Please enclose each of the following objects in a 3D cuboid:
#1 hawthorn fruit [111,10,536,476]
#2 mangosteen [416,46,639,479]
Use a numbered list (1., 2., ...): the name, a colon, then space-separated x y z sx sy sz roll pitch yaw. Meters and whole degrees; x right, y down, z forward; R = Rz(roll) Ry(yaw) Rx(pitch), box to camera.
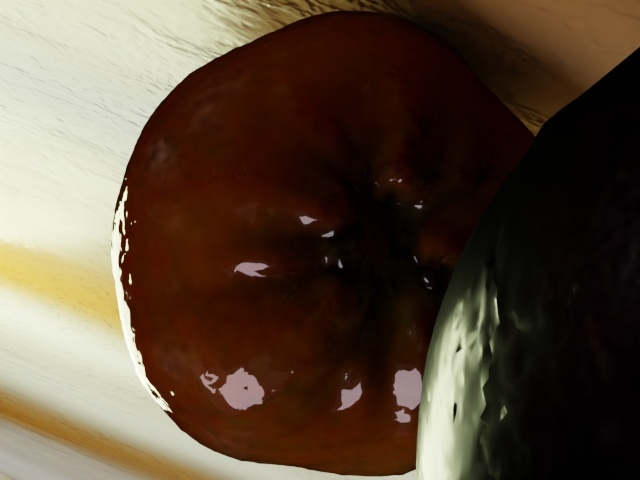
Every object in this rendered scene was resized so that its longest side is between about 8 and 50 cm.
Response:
1. hawthorn fruit: 0.000 0.000 0.940 0.224 0.224 0.261 31 177 -16
2. mangosteen: 0.198 0.104 0.587 0.382 0.435 0.382 13 131 15
